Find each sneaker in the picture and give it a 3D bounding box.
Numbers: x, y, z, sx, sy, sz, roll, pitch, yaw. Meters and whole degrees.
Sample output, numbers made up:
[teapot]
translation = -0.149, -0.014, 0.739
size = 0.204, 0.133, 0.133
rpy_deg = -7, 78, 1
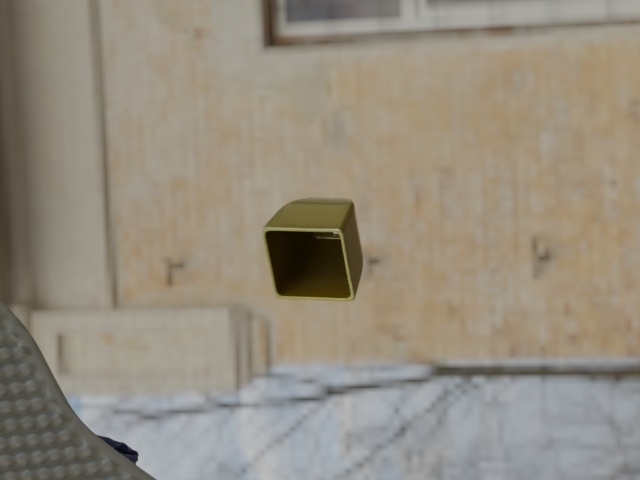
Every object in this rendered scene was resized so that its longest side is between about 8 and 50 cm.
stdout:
[sneaker]
translation = -0.197, 0.147, 1.217
size = 0.126, 0.321, 0.127
rpy_deg = -45, 0, -36

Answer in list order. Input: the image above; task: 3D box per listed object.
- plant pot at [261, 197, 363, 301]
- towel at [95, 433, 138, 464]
[plant pot]
translation = 0.000, 0.000, 1.878
size = 0.083, 0.081, 0.081
rpy_deg = -63, -31, -51
[towel]
translation = -0.355, 0.275, 1.893
size = 0.040, 0.336, 0.243
rpy_deg = 60, -167, 22
